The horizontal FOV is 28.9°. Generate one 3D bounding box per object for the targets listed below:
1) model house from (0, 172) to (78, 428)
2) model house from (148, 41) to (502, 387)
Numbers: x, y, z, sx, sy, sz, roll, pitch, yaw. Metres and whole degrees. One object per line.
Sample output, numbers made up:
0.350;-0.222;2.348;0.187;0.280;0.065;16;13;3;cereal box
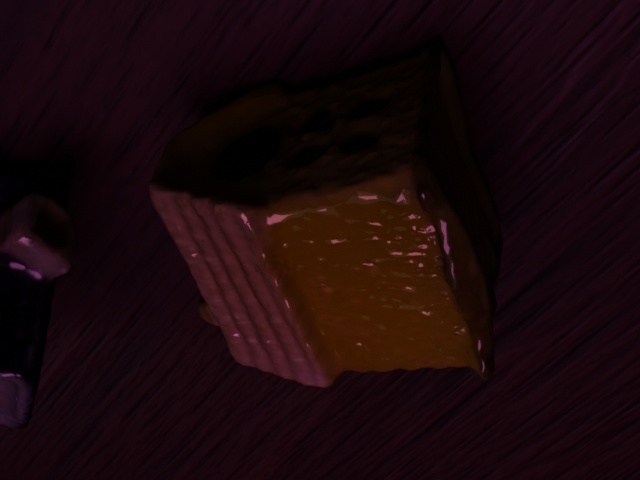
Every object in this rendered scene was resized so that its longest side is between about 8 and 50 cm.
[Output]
-0.335;0.024;0.916;0.284;0.243;0.298;-24;136;22;model house
0.000;0.000;0.879;0.234;0.174;0.193;-13;130;15;model house
